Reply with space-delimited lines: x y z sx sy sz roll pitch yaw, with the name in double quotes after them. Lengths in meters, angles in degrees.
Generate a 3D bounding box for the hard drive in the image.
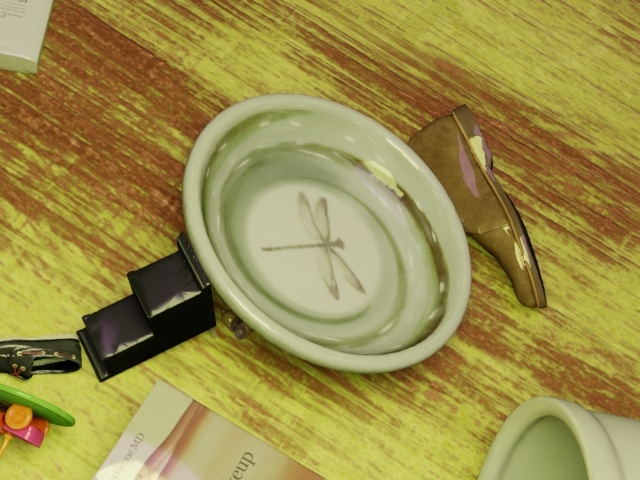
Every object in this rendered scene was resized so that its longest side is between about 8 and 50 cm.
-0.466 -0.382 1.465 0.203 0.040 0.307 10 61 -11 "hard drive"

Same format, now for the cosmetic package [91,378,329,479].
-0.097 0.301 1.161 0.296 0.129 0.153 29 60 1 "cosmetic package"

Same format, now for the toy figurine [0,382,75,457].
-0.375 0.238 1.137 0.173 0.130 0.159 14 68 16 "toy figurine"

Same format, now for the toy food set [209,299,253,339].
-0.085 0.085 1.341 0.122 0.019 0.078 -9 66 -20 "toy food set"

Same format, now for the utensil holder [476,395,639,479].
0.393 0.367 1.161 0.386 0.327 0.327 12 60 -13 "utensil holder"

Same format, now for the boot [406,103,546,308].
0.217 -0.031 1.464 0.115 0.112 0.305 -26 75 5 "boot"

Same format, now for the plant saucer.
0.000 0.000 1.337 0.401 0.100 0.400 17 52 -22 "plant saucer"

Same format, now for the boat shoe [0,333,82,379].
-0.343 0.138 1.222 0.133 0.049 0.042 -4 56 -22 "boat shoe"

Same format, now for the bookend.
-0.207 0.080 1.213 0.157 0.156 0.072 -26 72 -12 "bookend"
